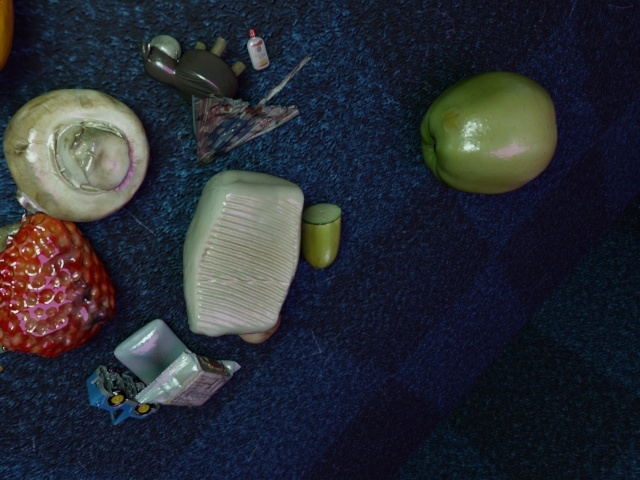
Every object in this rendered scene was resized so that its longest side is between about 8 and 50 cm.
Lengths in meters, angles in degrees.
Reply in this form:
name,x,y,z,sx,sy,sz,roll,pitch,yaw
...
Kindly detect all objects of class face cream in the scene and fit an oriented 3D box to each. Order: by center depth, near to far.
name,x,y,z,sx,sy,sz,roll,pitch,yaw
face cream,-0.137,-0.413,1.018,0.040,0.021,0.083,-31,131,-19

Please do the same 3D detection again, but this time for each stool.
name,x,y,z,sx,sy,sz,roll,pitch,yaw
stool,-0.246,-0.336,0.927,0.217,0.125,0.121,27,72,-20

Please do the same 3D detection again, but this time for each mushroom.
name,x,y,z,sx,sy,sz,roll,pitch,yaw
mushroom,-0.432,-0.146,0.855,0.255,0.184,0.255,-37,138,-42
mushroom,-0.181,0.211,1.308,0.148,0.148,0.112,-44,173,-6

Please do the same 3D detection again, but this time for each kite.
name,x,y,z,sx,sy,sz,roll,pitch,yaw
kite,-0.153,-0.257,0.988,0.368,0.014,0.406,-36,174,26

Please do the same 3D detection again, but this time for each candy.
name,x,y,z,sx,sy,sz,roll,pitch,yaw
candy,-0.422,0.290,1.205,0.138,0.071,0.174,-37,134,-15

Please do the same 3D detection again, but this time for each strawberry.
name,x,y,z,sx,sy,sz,roll,pitch,yaw
strawberry,-0.500,0.103,0.940,0.280,0.150,0.253,-64,155,0

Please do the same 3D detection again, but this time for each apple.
name,x,y,z,sx,sy,sz,roll,pitch,yaw
apple,0.452,-0.294,1.312,0.357,0.357,0.358,-18,126,-27

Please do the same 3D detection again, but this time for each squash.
name,x,y,z,sx,sy,sz,roll,pitch,yaw
squash,0.000,0.000,1.310,0.123,0.123,0.187,-17,125,-28

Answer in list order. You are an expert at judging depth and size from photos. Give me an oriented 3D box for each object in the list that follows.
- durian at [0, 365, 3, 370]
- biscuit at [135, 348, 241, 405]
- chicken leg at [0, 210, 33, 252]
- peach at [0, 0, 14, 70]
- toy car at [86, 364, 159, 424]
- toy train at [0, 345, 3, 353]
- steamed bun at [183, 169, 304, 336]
name,x,y,z,sx,sy,sz,roll,pitch,yaw
durian,-0.815,0.339,0.926,0.186,0.153,0.261,38,83,-19
biscuit,-0.343,0.380,1.266,0.186,0.079,0.309,-41,159,-4
chicken leg,-0.618,0.011,0.888,0.196,0.080,0.125,-14,119,-34
peach,-0.552,-0.328,0.591,0.289,0.289,0.308,26,106,-43
toy car,-0.508,0.396,1.191,0.100,0.097,0.191,-45,133,1
toy train,-0.689,0.182,0.964,0.070,0.038,0.148,-30,132,-18
steamed bun,-0.196,0.018,1.102,0.246,0.236,0.384,4,108,-28
